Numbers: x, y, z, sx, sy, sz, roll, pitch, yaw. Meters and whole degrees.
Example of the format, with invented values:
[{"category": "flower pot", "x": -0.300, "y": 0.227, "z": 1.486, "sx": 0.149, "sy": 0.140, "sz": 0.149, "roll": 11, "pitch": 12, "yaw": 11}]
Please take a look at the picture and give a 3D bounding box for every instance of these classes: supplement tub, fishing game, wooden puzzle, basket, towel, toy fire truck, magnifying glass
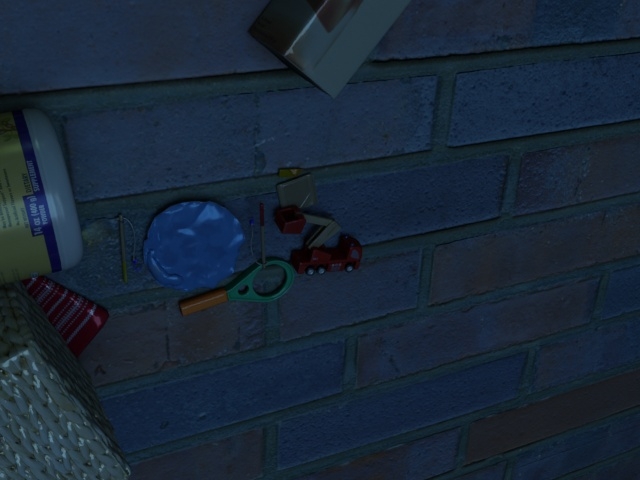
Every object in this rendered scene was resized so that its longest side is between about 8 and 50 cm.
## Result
[{"category": "supplement tub", "x": -0.519, "y": -0.041, "z": 1.040, "sx": 0.331, "sy": 0.241, "sz": 0.241, "roll": -15, "pitch": 123, "yaw": -21}, {"category": "fishing game", "x": -0.226, "y": 0.009, "z": 1.353, "sx": 0.264, "sy": 0.041, "sz": 0.189, "roll": -9, "pitch": 120, "yaw": -14}, {"category": "wooden puzzle", "x": -0.044, "y": -0.088, "z": 1.410, "sx": 0.079, "sy": 0.014, "sz": 0.116, "roll": -13, "pitch": 122, "yaw": -17}, {"category": "basket", "x": -0.502, "y": 0.246, "z": 1.126, "sx": 0.266, "sy": 0.328, "sz": 0.331, "roll": -32, "pitch": 126, "yaw": -14}, {"category": "towel", "x": -0.522, "y": 0.142, "z": 1.275, "sx": 0.275, "sy": 0.031, "sz": 0.199, "roll": 36, "pitch": 96, "yaw": -37}, {"category": "toy fire truck", "x": 0.000, "y": 0.000, "z": 1.450, "sx": 0.192, "sy": 0.047, "sz": 0.135, "roll": -3, "pitch": 126, "yaw": -26}, {"category": "magnifying glass", "x": -0.158, "y": 0.096, "z": 1.445, "sx": 0.231, "sy": 0.026, "sz": 0.092, "roll": -17, "pitch": 123, "yaw": -18}]

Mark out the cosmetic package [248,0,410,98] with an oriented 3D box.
[{"category": "cosmetic package", "x": 0.041, "y": -0.395, "z": 1.196, "sx": 0.129, "sy": 0.153, "sz": 0.296, "roll": 34, "pitch": 96, "yaw": -38}]
